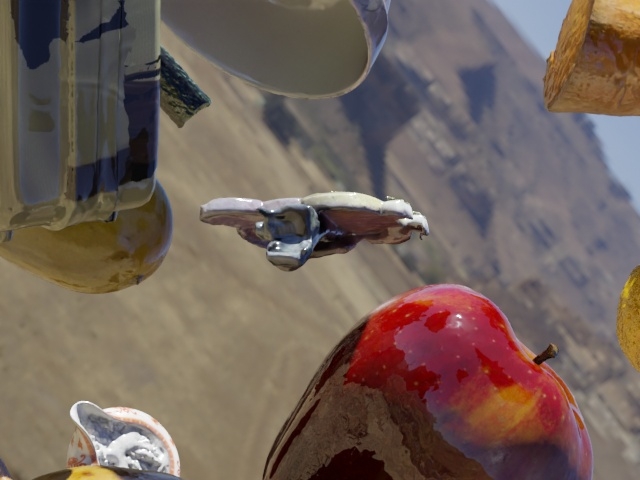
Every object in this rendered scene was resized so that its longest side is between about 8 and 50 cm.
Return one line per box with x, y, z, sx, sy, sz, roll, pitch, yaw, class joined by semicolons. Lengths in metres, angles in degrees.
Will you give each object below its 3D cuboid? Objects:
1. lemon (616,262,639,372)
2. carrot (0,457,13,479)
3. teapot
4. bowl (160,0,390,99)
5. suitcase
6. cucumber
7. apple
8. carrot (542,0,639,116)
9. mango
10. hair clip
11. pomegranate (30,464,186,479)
0.390;0.085;1.722;0.142;0.142;0.187;50;49;-21;lemon
-0.380;0.261;1.848;0.190;0.037;0.037;53;4;37;carrot
-0.259;0.315;2.174;0.245;0.116;0.159;34;43;-16;teapot
-0.045;-0.288;1.623;0.287;0.143;0.287;25;-25;13;bowl
-0.285;-0.195;1.329;0.194;0.339;0.351;-11;23;-38;suitcase
-0.214;-0.227;1.910;0.214;0.052;0.058;50;29;-23;cucumber
0.102;0.198;1.482;0.288;0.317;0.288;42;10;-9;apple
0.429;-0.222;2.025;0.254;0.196;0.196;14;9;-3;carrot
-0.278;-0.032;1.709;0.251;0.156;0.114;17;-2;8;mango
-0.001;-0.008;1.189;0.187;0.146;0.056;1;83;-72;hair clip
-0.172;0.291;1.292;0.248;0.248;0.248;52;5;-7;pomegranate
